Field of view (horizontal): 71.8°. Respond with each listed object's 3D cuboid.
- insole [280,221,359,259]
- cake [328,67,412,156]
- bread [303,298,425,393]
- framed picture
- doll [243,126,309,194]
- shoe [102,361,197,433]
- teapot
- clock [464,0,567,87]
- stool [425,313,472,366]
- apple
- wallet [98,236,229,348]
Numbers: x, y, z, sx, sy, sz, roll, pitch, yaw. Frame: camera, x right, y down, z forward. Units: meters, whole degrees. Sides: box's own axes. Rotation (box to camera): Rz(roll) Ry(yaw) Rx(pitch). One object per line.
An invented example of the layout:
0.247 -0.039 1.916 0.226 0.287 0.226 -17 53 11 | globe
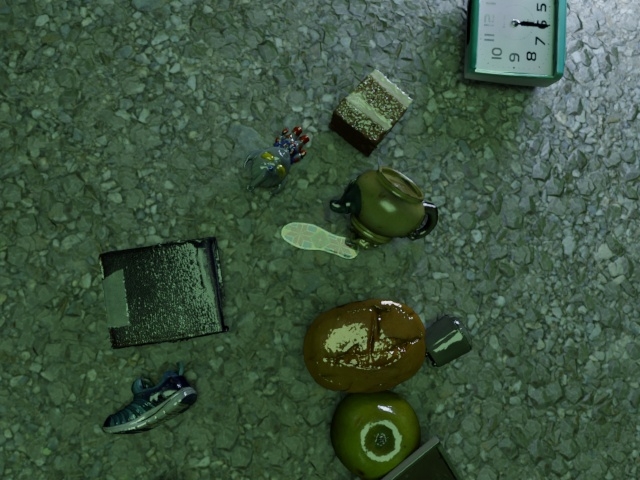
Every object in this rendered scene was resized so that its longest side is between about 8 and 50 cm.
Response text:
0.000 0.000 1.049 0.193 0.006 0.065 17 84 -3 | insole
0.113 -0.294 1.019 0.134 0.135 0.147 36 88 -2 | cake
0.095 0.228 0.971 0.269 0.142 0.196 -6 85 -4 | bread
0.209 0.555 0.936 0.213 0.016 0.289 -36 122 -6 | framed picture
-0.103 -0.183 1.029 0.195 0.062 0.104 -48 129 -14 | doll
-0.371 0.348 0.954 0.207 0.091 0.106 -30 66 -3 | shoe
0.145 -0.057 1.005 0.269 0.173 0.183 19 121 -27 | teapot
0.470 -0.513 1.090 0.230 0.116 0.263 4 83 0 | clock
0.283 0.231 1.011 0.110 0.096 0.096 -33 89 -3 | stool
0.119 0.416 0.949 0.196 0.157 0.197 1 76 -3 | apple
-0.346 0.115 0.985 0.261 0.071 0.221 -9 91 -2 | wallet
